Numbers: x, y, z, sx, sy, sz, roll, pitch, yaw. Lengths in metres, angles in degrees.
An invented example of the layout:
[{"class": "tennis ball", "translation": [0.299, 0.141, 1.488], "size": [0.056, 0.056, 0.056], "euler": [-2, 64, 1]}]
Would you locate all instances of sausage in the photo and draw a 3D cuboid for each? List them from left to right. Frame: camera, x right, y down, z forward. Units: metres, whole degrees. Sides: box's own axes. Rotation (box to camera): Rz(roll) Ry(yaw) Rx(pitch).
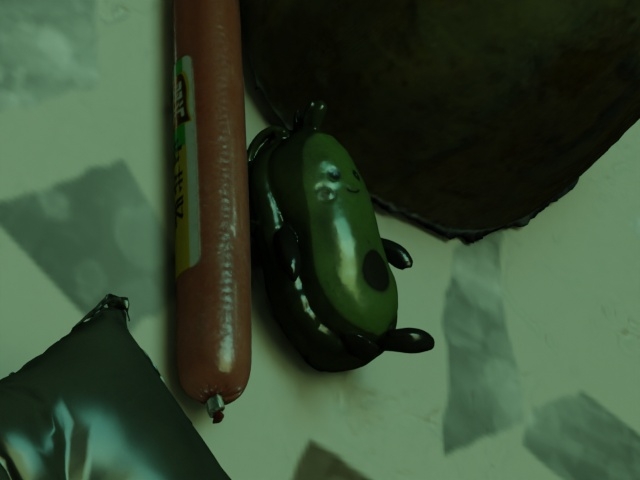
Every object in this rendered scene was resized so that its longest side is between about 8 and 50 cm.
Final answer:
[{"class": "sausage", "translation": [-0.044, -0.029, 0.719], "size": [0.029, 0.029, 0.223], "euler": [21, 51, -35]}]

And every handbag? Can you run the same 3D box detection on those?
[{"class": "handbag", "translation": [0.000, 0.000, 0.730], "size": [0.072, 0.047, 0.111], "euler": [-3, 70, -47]}]

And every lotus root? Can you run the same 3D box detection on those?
[{"class": "lotus root", "translation": [0.084, -0.151, 0.824], "size": [0.272, 0.192, 0.272], "euler": [22, 48, -26]}]

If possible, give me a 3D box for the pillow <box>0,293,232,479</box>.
[{"class": "pillow", "translation": [-0.093, 0.181, 0.484], "size": [0.228, 0.101, 0.326], "euler": [52, 38, -1]}]
